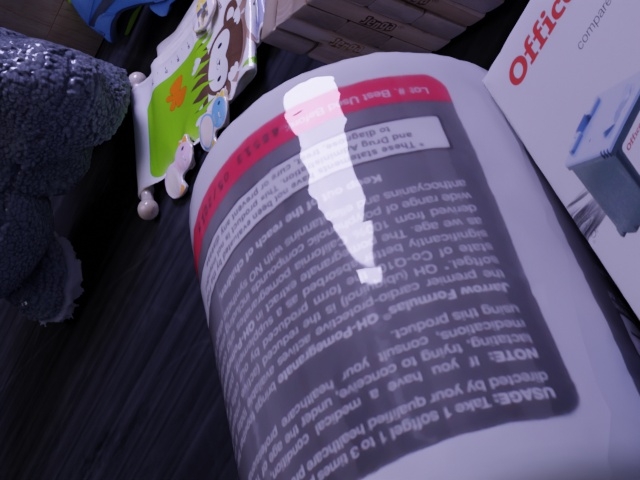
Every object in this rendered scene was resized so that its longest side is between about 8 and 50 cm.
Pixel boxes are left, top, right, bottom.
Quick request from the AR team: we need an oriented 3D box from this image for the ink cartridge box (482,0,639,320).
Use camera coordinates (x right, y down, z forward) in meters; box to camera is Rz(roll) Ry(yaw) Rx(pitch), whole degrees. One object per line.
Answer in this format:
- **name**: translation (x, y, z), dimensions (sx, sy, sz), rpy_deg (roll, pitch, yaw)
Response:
- **ink cartridge box**: translation (0.158, -0.049, 0.534), dimensions (0.139, 0.082, 0.190), rpy_deg (-62, 40, 35)

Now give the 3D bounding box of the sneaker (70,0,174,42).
- **sneaker**: translation (-0.112, -0.233, 1.112), dimensions (0.209, 0.082, 0.069), rpy_deg (-33, 3, 27)

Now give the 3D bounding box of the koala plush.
- **koala plush**: translation (-0.252, -0.049, 1.093), dimensions (0.203, 0.196, 0.221), rpy_deg (20, 94, 58)

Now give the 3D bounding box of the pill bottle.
- **pill bottle**: translation (0.054, 0.084, 0.571), dimensions (0.176, 0.176, 0.318), rpy_deg (-50, 37, 30)

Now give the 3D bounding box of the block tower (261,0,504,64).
- **block tower**: translation (0.092, -0.193, 0.716), dimensions (0.335, 0.091, 0.097), rpy_deg (-27, 53, 54)

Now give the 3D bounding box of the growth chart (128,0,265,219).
- **growth chart**: translation (-0.082, -0.141, 1.045), dimensions (0.237, 0.021, 0.172), rpy_deg (-53, 35, 31)

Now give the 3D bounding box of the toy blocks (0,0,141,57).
- **toy blocks**: translation (-0.339, -0.293, 1.289), dimensions (0.190, 0.261, 0.381), rpy_deg (-62, 33, 14)
